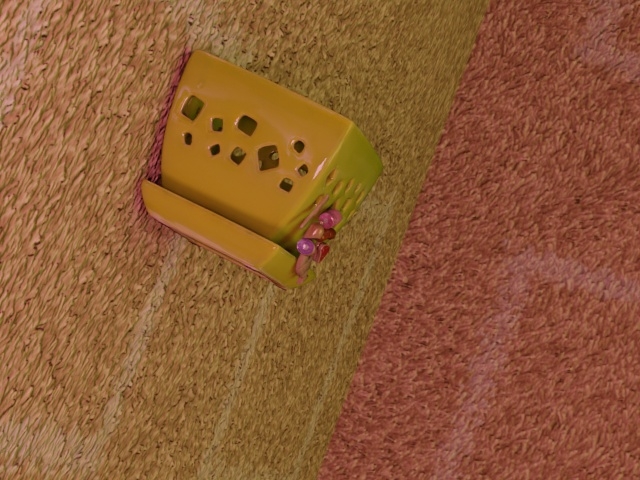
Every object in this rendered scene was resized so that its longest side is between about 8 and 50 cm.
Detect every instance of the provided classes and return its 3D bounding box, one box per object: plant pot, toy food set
[{"bbox_3d":[-0.078,-0.073,1.819,0.207,0.227,0.228,-63,164,-4],"label":"plant pot"},{"bbox_3d":[0.000,0.000,1.764,0.078,0.019,0.122,-50,161,-24],"label":"toy food set"}]
